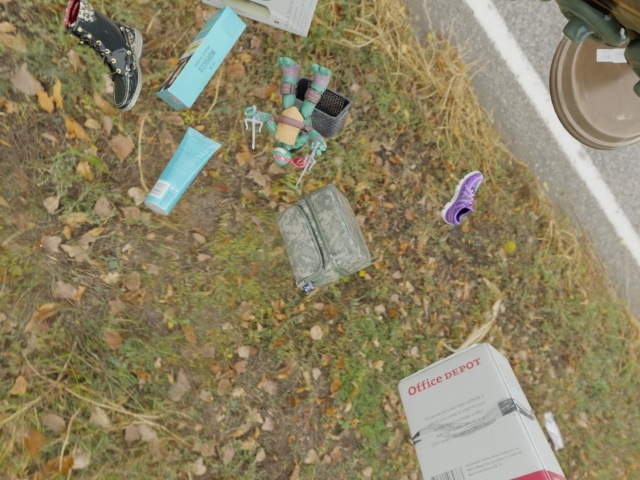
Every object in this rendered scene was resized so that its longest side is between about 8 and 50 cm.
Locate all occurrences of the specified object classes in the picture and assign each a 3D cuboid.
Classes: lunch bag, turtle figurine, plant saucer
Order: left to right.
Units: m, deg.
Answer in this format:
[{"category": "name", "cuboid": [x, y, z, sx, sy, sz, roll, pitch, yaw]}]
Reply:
[{"category": "turtle figurine", "cuboid": [-0.063, -0.240, 0.848, 0.175, 0.118, 0.234, 17, 97, 0]}, {"category": "lunch bag", "cuboid": [0.000, 0.000, 1.410, 0.212, 0.256, 0.305, 21, 45, -67]}, {"category": "plant saucer", "cuboid": [0.594, -0.322, 0.834, 0.278, 0.041, 0.277, -1, 95, -8]}]

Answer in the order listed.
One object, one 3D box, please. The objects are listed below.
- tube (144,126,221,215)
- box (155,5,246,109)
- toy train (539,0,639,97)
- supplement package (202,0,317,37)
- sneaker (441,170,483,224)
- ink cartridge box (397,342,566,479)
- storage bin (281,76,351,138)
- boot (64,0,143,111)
[{"category": "tube", "cuboid": [-0.301, -0.152, 0.901, 0.080, 0.052, 0.207, 30, 67, -10]}, {"category": "box", "cuboid": [-0.279, -0.422, 0.972, 0.060, 0.101, 0.244, 38, 78, -37]}, {"category": "toy train", "cuboid": [0.228, -0.234, 0.309, 0.190, 0.142, 0.333, 6, 46, -46]}, {"category": "supplement package", "cuboid": [-0.121, -0.661, 0.978, 0.263, 0.199, 0.198, 14, 64, -11]}, {"category": "sneaker", "cuboid": [0.422, -0.117, 1.197, 0.068, 0.071, 0.169, 22, 101, -39]}, {"category": "ink cartridge box", "cuboid": [0.150, 0.191, 0.393, 0.063, 0.109, 0.150, 34, 31, -37]}, {"category": "storage bin", "cuboid": [-0.014, -0.406, 1.274, 0.180, 0.084, 0.122, 29, 53, 7]}, {"category": "boot", "cuboid": [-0.539, -0.459, 1.033, 0.179, 0.085, 0.236, 18, 70, -61]}]
